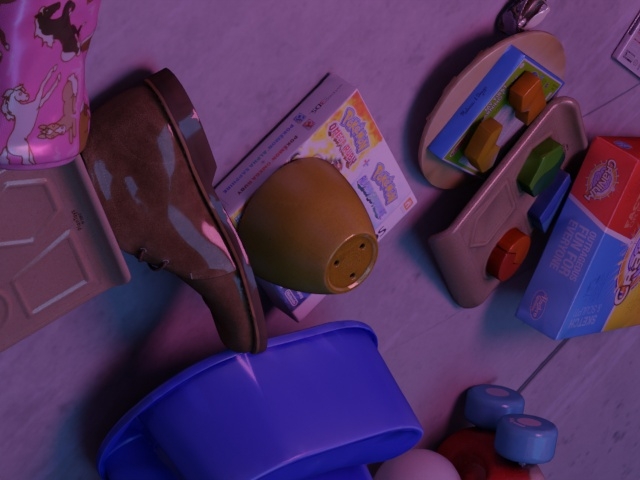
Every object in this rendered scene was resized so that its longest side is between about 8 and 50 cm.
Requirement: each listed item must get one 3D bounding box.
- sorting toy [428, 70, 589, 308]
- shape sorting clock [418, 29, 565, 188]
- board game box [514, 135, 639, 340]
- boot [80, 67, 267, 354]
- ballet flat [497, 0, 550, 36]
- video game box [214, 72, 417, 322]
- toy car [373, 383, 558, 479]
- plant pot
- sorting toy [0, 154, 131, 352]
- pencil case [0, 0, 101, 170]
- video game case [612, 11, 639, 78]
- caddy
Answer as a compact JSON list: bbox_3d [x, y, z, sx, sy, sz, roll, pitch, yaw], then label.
[{"bbox_3d":[0.215,-0.054,2.087,0.229,0.041,0.307,-47,154,-8],"label":"sorting toy"},{"bbox_3d":[0.185,-0.141,2.026,0.206,0.040,0.206,-35,152,-21],"label":"shape sorting clock"},{"bbox_3d":[0.381,-0.007,2.293,0.316,0.064,0.242,-5,122,-55],"label":"board game box"},{"bbox_3d":[-0.136,-0.007,1.736,0.115,0.112,0.305,-29,122,-11],"label":"boot"},{"bbox_3d":[0.236,-0.261,1.996,0.114,0.041,0.041,-54,143,-1],"label":"ballet flat"},{"bbox_3d":[-0.005,-0.040,1.905,0.187,0.048,0.205,-47,142,-12],"label":"video game box"},{"bbox_3d":[0.137,0.298,2.252,0.238,0.210,0.219,4,104,-17],"label":"toy car"},{"bbox_3d":[0.000,0.000,1.824,0.134,0.095,0.134,-26,134,-30],"label":"plant pot"},{"bbox_3d":[-0.286,0.016,1.638,0.208,0.038,0.193,-28,137,-10],"label":"sorting toy"},{"bbox_3d":[-0.217,-0.250,1.424,0.160,0.167,0.386,12,115,-9],"label":"pencil case"},{"bbox_3d":[0.395,-0.251,2.198,0.087,0.011,0.122,25,99,-52],"label":"video game case"},{"bbox_3d":[-0.064,0.195,1.922,0.341,0.179,0.241,-12,148,-41],"label":"caddy"}]
